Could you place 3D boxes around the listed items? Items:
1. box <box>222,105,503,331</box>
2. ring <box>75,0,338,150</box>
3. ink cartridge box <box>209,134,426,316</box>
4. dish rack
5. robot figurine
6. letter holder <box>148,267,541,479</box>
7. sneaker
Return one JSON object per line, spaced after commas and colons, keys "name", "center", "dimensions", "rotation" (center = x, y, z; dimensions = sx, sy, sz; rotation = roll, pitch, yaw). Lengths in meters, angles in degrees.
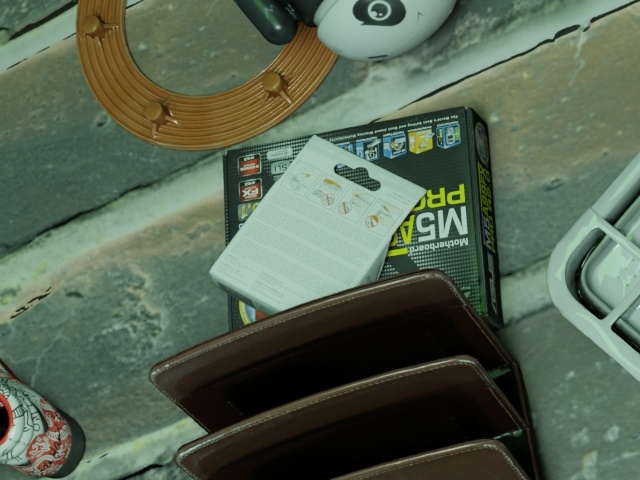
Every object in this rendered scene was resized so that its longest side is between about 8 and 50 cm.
{"name": "box", "center": [0.038, -0.003, 1.807], "dimensions": [0.270, 0.060, 0.216], "rotation": [-9, 71, 21]}
{"name": "ring", "center": [-0.120, -0.260, 1.968], "dimensions": [0.336, 0.032, 0.336], "rotation": [-7, 72, 22]}
{"name": "ink cartridge box", "center": [0.000, 0.000, 1.777], "dimensions": [0.145, 0.045, 0.179], "rotation": [27, 69, 28]}
{"name": "dish rack", "center": [0.401, 0.006, 1.641], "dimensions": [0.285, 0.072, 0.333], "rotation": [42, 94, 28]}
{"name": "robot figurine", "center": [0.019, -0.309, 1.818], "dimensions": [0.209, 0.173, 0.278], "rotation": [-42, 80, 38]}
{"name": "letter holder", "center": [0.017, 0.170, 1.659], "dimensions": [0.302, 0.214, 0.152], "rotation": [-20, 50, 17]}
{"name": "sneaker", "center": [-0.377, 0.153, 1.892], "dimensions": [0.270, 0.145, 0.090], "rotation": [29, 87, 28]}
